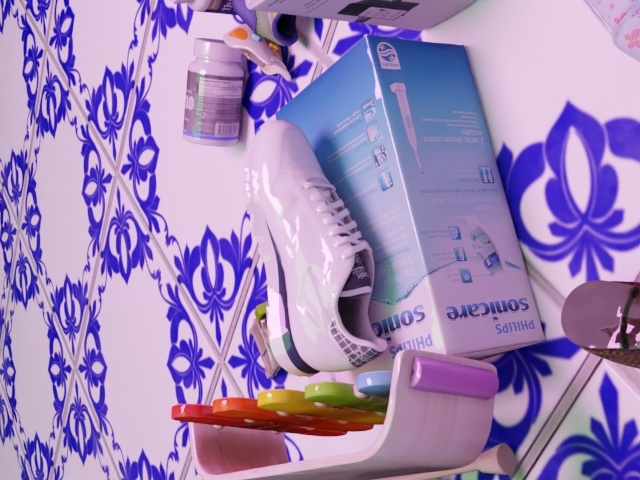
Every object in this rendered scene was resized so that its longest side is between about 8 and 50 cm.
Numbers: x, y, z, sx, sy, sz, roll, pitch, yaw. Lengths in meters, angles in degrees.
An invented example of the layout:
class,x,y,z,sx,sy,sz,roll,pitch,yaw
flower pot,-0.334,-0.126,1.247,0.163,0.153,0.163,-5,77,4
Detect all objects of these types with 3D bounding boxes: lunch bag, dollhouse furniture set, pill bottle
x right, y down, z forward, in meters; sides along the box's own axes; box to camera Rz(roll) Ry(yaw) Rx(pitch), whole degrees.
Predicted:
class,x,y,z,sx,sy,sz,roll,pitch,yaw
lunch bag,0.241,-0.176,0.651,0.083,0.053,0.071,61,142,19
dollhouse furniture set,-0.046,0.117,1.145,0.151,0.059,0.076,116,133,-66
pill bottle,-0.143,-0.201,1.215,0.078,0.078,0.137,28,116,53
pill bottle,-0.133,-0.325,1.149,0.067,0.120,0.067,9,101,57

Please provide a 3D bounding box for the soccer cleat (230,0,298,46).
class,x,y,z,sx,sy,sz,roll,pitch,yaw
soccer cleat,-0.003,-0.344,1.005,0.121,0.093,0.289,44,131,7

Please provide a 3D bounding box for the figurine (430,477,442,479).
class,x,y,z,sx,sy,sz,roll,pitch,yaw
figurine,0.072,0.351,0.942,0.209,0.092,0.214,-23,73,47

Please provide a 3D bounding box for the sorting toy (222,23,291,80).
class,x,y,z,sx,sy,sz,roll,pitch,yaw
sorting toy,-0.067,-0.229,1.112,0.045,0.083,0.075,-45,54,12

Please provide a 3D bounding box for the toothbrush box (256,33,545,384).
class,x,y,z,sx,sy,sz,roll,pitch,yaw
toothbrush box,0.064,-0.014,0.868,0.216,0.126,0.295,-32,66,52

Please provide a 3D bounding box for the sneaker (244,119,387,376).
class,x,y,z,sx,sy,sz,roll,pitch,yaw
sneaker,0.000,0.000,0.795,0.095,0.090,0.235,-19,79,39

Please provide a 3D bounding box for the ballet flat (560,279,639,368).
class,x,y,z,sx,sy,sz,roll,pitch,yaw
ballet flat,0.281,0.074,0.618,0.250,0.058,0.084,9,78,51

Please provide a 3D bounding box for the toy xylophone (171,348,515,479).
class,x,y,z,sx,sy,sz,roll,pitch,yaw
toy xylophone,0.028,0.177,0.821,0.323,0.236,0.081,-18,64,38

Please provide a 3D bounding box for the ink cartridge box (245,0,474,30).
class,x,y,z,sx,sy,sz,roll,pitch,yaw
ink cartridge box,0.034,-0.285,0.819,0.087,0.208,0.153,-14,82,54
